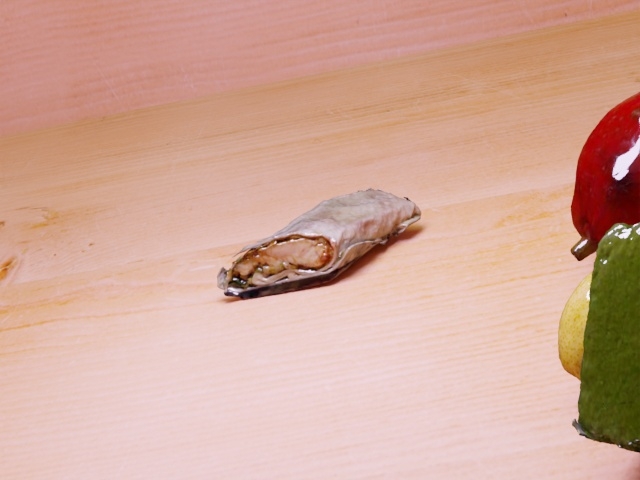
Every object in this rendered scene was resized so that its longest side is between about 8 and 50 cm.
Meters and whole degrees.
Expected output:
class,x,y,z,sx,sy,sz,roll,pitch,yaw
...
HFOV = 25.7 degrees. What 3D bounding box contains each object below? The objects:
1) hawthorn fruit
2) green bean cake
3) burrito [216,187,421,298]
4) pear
class,x,y,z,sx,sy,sz,roll,pitch,yaw
hawthorn fruit,0.476,-0.076,1.998,0.307,0.265,0.265,-35,21,1
green bean cake,0.405,0.109,1.469,0.156,0.249,0.247,11,-5,-37
burrito,0.008,-0.001,2.278,0.348,0.107,0.175,-27,11,-40
pear,0.366,0.111,1.671,0.178,0.178,0.178,-11,20,4
